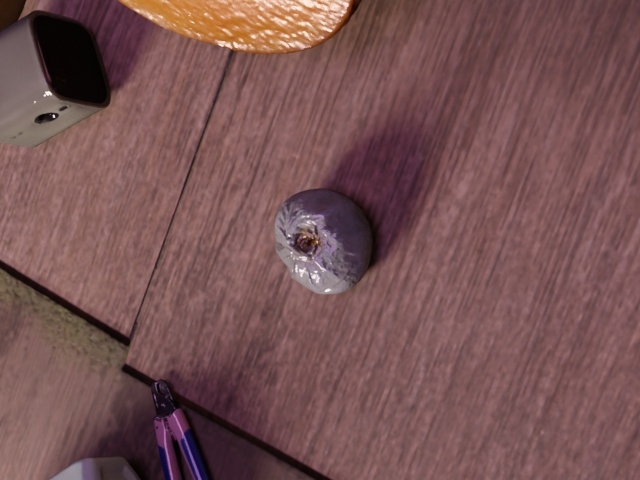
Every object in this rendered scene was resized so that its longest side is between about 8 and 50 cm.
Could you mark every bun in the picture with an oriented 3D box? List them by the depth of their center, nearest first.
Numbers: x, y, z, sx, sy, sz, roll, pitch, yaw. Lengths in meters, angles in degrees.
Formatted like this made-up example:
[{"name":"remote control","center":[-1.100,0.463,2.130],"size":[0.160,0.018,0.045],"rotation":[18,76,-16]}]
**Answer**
[{"name":"bun","center":[0.000,0.000,1.213],"size":[0.083,0.045,0.083],"rotation":[1,92,34]}]

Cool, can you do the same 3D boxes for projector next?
[{"name":"projector","center":[-0.234,-0.132,1.341],"size":[0.082,0.083,0.083],"rotation":[-25,75,28]}]

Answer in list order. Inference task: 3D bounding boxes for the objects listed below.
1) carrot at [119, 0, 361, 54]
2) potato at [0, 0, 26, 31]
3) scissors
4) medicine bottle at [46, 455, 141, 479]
[{"name":"carrot","center":[-0.091,-0.265,1.178],"size":[0.307,0.100,0.258],"rotation":[21,140,15]},{"name":"potato","center":[-0.354,-0.244,1.384],"size":[0.158,0.178,0.203],"rotation":[11,115,48]},{"name":"scissors","center":[-0.114,0.164,1.290],"size":[0.039,0.012,0.113],"rotation":[-27,73,27]},{"name":"medicine bottle","center":[-0.230,0.275,1.313],"size":[0.229,0.083,0.121],"rotation":[-34,69,24]}]
